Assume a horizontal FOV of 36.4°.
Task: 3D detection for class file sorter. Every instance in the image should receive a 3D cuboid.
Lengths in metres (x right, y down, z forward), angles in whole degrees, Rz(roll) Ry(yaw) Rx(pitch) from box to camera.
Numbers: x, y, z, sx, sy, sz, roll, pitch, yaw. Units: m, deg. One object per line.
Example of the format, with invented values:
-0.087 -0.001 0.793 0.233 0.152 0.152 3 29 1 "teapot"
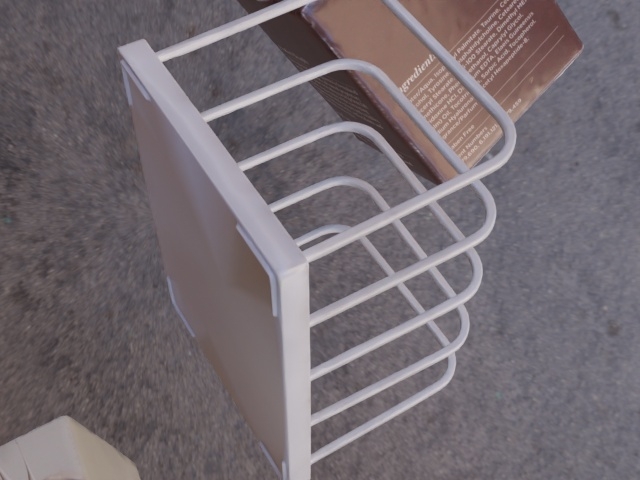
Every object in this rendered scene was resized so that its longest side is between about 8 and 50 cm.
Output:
0.000 0.000 0.661 0.173 0.277 0.193 -25 58 -18 "file sorter"

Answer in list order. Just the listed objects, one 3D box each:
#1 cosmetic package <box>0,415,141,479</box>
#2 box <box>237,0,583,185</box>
-0.134 0.269 0.496 0.160 0.113 0.309 -28 60 -3 "cosmetic package"
0.067 -0.182 0.790 0.167 0.168 0.203 -46 123 -2 "box"
